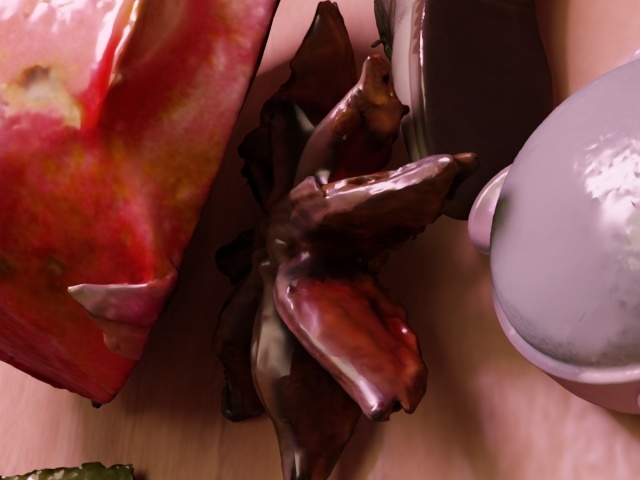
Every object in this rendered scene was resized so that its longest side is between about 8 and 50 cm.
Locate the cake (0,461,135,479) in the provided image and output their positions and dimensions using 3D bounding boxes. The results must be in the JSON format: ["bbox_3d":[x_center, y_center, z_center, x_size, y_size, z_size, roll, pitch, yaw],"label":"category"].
[{"bbox_3d":[-0.240,0.254,0.786,0.284,0.172,0.158,-10,55,0],"label":"cake"}]

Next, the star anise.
[{"bbox_3d":[0.000,-0.001,0.660,0.288,0.088,0.288,-175,90,-69],"label":"star anise"}]

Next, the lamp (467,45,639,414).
[{"bbox_3d":[0.160,0.002,0.519,0.179,0.108,0.246,-46,39,16],"label":"lamp"}]

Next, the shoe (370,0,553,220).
[{"bbox_3d":[0.078,-0.128,0.713,0.098,0.103,0.274,-35,38,47],"label":"shoe"}]

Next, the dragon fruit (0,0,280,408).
[{"bbox_3d":[-0.173,-0.086,0.747,0.386,0.249,0.370,-96,29,-63],"label":"dragon fruit"}]
